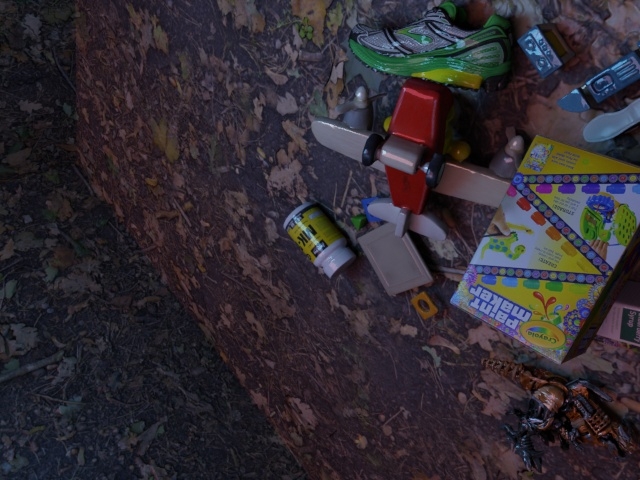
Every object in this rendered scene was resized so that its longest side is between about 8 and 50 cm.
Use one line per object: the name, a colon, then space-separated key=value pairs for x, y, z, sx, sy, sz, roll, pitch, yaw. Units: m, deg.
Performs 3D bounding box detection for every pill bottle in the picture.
pill bottle: x=0.000 y=0.000 z=1.446 sx=0.208 sy=0.119 sz=0.119 roll=49 pitch=140 yaw=14

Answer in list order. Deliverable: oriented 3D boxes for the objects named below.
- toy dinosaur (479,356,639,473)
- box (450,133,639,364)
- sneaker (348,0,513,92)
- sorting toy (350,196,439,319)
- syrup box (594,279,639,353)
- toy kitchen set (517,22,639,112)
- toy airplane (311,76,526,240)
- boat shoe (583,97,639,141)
toy dinosaur: x=0.512 y=0.368 z=1.118 sx=0.322 sy=0.164 sz=0.218 roll=49 pitch=129 yaw=44
box: x=0.388 y=0.025 z=0.810 sx=0.177 sy=0.290 sz=0.279 roll=31 pitch=100 yaw=33
sneaker: x=0.210 y=-0.391 z=0.986 sx=0.344 sy=0.134 sz=0.146 roll=20 pitch=120 yaw=29
sorting toy: x=0.199 y=0.043 z=1.311 sx=0.347 sy=0.047 sz=0.196 roll=61 pitch=146 yaw=1
syrup box: x=0.559 y=0.134 z=0.924 sx=0.237 sy=0.096 sz=0.093 roll=15 pitch=123 yaw=44
toy kitchen set: x=0.430 y=-0.308 z=0.775 sx=0.166 sy=0.122 sz=0.207 roll=59 pitch=141 yaw=3
toy airplane: x=0.212 y=-0.172 z=1.034 sx=0.386 sy=0.272 sz=0.384 roll=34 pitch=162 yaw=-25
boat shoe: x=0.500 y=-0.199 z=0.832 sx=0.125 sy=0.038 sz=0.046 roll=-35 pitch=66 yaw=51
